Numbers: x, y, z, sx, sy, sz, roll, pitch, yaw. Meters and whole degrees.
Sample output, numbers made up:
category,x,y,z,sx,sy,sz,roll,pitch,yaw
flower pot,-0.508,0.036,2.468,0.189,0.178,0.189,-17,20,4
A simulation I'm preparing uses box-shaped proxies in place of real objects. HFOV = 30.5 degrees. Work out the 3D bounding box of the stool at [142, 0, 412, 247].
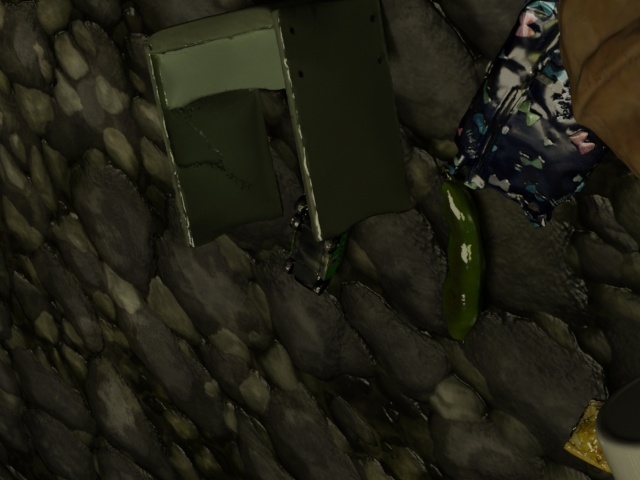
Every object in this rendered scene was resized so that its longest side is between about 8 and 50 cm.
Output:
category,x,y,z,sx,sy,sz,roll,pitch,yaw
stool,-0.051,-0.141,1.394,0.244,0.170,0.269,-1,104,46

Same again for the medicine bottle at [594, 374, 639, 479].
category,x,y,z,sx,sy,sz,roll,pitch,yaw
medicine bottle,0.440,0.312,1.264,0.208,0.208,0.339,-9,111,48

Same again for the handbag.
category,x,y,z,sx,sy,sz,roll,pitch,yaw
handbag,0.237,-0.141,1.198,0.162,0.113,0.260,35,137,10

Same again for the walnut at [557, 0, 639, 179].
category,x,y,z,sx,sy,sz,roll,pitch,yaw
walnut,0.330,-0.166,0.972,0.273,0.227,0.273,2,111,5

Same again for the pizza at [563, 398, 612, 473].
category,x,y,z,sx,sy,sz,roll,pitch,yaw
pizza,0.361,0.246,1.429,0.160,0.036,0.099,4,121,43

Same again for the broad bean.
category,x,y,z,sx,sy,sz,roll,pitch,yaw
broad bean,0.175,0.027,1.441,0.065,0.046,0.254,24,133,40

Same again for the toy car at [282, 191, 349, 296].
category,x,y,z,sx,sy,sz,roll,pitch,yaw
toy car,0.000,0.000,1.582,0.071,0.062,0.165,35,138,22
